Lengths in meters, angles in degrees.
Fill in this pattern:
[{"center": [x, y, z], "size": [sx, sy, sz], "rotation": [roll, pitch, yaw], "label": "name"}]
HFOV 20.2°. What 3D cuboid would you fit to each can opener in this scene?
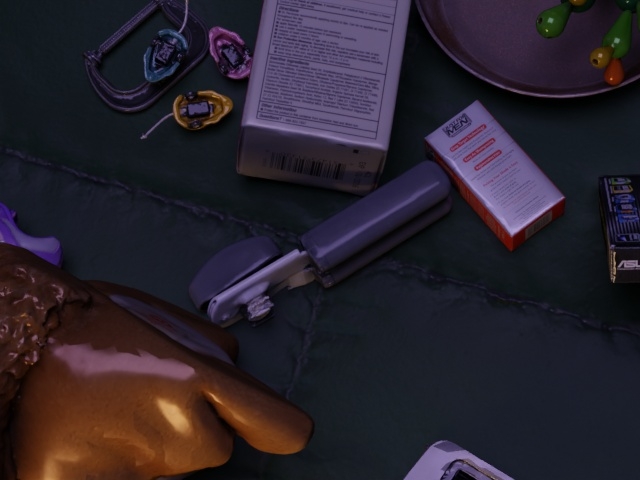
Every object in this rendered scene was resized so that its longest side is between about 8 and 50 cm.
[{"center": [0.000, 0.000, 1.792], "size": [0.280, 0.074, 0.093], "rotation": [-28, 67, -6], "label": "can opener"}]

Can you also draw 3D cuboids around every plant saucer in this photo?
[{"center": [0.251, -0.280, 1.894], "size": [0.311, 0.050, 0.310], "rotation": [-2, 68, 5], "label": "plant saucer"}]

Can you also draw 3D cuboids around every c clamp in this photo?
[{"center": [-0.193, -0.216, 1.933], "size": [0.137, 0.022, 0.160], "rotation": [38, 75, 13], "label": "c clamp"}]

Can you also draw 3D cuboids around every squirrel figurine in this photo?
[{"center": [-0.257, 0.219, 1.586], "size": [0.370, 0.397, 0.281], "rotation": [-61, 30, 4], "label": "squirrel figurine"}]

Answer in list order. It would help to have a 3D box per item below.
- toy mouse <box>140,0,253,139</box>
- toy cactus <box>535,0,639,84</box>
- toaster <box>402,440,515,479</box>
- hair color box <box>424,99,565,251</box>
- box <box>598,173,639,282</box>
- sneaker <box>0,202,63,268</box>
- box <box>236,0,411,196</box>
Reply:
[{"center": [-0.129, -0.187, 1.896], "size": [0.161, 0.031, 0.143], "rotation": [-14, 79, -10], "label": "toy mouse"}, {"center": [0.310, -0.256, 1.813], "size": [0.219, 0.112, 0.180], "rotation": [-23, 48, -1], "label": "toy cactus"}, {"center": [0.127, 0.288, 1.641], "size": [0.186, 0.110, 0.168], "rotation": [31, 73, 17], "label": "toaster"}, {"center": [0.175, -0.066, 1.817], "size": [0.072, 0.043, 0.141], "rotation": [-36, 70, -9], "label": "hair color box"}, {"center": [0.362, -0.015, 1.714], "size": [0.184, 0.045, 0.190], "rotation": [-3, 23, 7], "label": "box"}, {"center": [-0.360, 0.002, 1.827], "size": [0.236, 0.095, 0.104], "rotation": [25, 66, 10], "label": "sneaker"}, {"center": [0.006, -0.181, 1.827], "size": [0.149, 0.127, 0.232], "rotation": [10, 68, -1], "label": "box"}]
